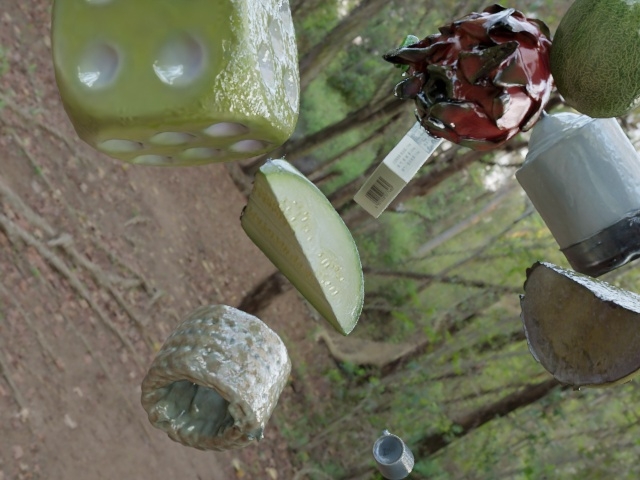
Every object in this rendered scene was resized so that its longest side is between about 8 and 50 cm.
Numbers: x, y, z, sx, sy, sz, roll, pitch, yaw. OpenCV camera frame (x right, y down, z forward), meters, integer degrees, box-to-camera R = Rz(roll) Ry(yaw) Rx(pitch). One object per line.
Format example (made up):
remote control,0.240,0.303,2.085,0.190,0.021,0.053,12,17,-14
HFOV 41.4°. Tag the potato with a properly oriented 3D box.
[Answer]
potato,0.359,0.124,1.074,0.098,0.138,0.243,9,13,-29

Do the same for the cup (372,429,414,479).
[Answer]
cup,0.146,0.439,1.768,0.077,0.078,0.100,64,6,-52

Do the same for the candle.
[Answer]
candle,0.498,-0.106,1.577,0.342,0.221,0.221,60,3,7

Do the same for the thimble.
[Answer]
thimble,-0.163,0.212,1.281,0.196,0.229,0.148,52,42,-21

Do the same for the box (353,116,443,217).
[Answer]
box,0.187,-0.181,1.785,0.069,0.256,0.164,40,-33,1

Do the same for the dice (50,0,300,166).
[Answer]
dice,-0.165,-0.224,1.017,0.227,0.238,0.233,21,63,-73

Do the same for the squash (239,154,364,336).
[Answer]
squash,0.000,0.000,1.482,0.289,0.111,0.203,45,-32,11

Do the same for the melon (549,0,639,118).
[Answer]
melon,0.341,-0.219,0.992,0.192,0.139,0.139,92,-24,-50

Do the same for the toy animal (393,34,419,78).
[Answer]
toy animal,0.233,-0.308,1.532,0.208,0.103,0.100,35,6,30

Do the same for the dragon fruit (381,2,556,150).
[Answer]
dragon fruit,0.205,-0.213,1.129,0.192,0.274,0.193,27,-44,43
